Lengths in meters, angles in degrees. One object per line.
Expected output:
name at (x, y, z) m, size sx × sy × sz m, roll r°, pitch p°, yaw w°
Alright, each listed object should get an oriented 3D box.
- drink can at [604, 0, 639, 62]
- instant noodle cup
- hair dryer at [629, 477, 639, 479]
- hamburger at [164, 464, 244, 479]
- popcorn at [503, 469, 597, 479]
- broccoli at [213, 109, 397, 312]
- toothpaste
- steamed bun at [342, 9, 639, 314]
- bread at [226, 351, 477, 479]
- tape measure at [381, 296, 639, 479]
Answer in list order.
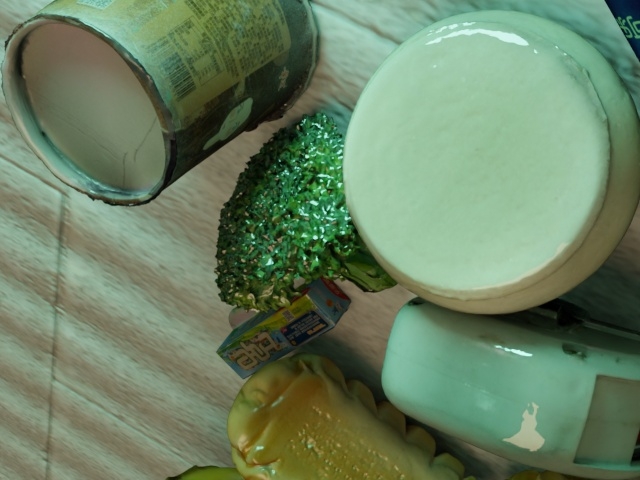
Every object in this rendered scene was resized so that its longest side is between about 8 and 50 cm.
drink can at (0.269, -0.140, 0.608) m, size 0.118 × 0.118 × 0.205 m, roll -23°, pitch 111°, yaw 42°
instant noodle cup at (-0.140, -0.152, 0.797) m, size 0.217 × 0.207 × 0.217 m, roll 17°, pitch 131°, yaw 21°
hair dryer at (0.355, 0.291, 0.823) m, size 0.229 × 0.267 × 0.092 m, roll 34°, pitch 111°, yaw 24°
hamburger at (-0.073, 0.502, 1.159) m, size 0.277 × 0.396 × 0.395 m, roll 11°, pitch 130°, yaw 33°
popcorn at (0.261, 0.334, 0.958) m, size 0.218 × 0.169 × 0.189 m, roll 39°, pitch 132°, yaw 26°
broccoli at (0.000, 0.000, 0.881) m, size 0.194 × 0.194 × 0.220 m, roll 45°, pitch 112°, yaw -7°
toothpaste at (-0.053, 0.094, 1.055) m, size 0.070 × 0.044 × 0.193 m, roll 46°, pitch 135°, yaw -9°
steamed bun at (0.138, -0.059, 0.723) m, size 0.232 × 0.145 × 0.232 m, roll 0°, pitch 90°, yaw 31°
bread at (0.034, 0.257, 1.047) m, size 0.311 × 0.173 × 0.121 m, roll 42°, pitch 171°, yaw -5°
tape measure at (0.194, 0.111, 0.795) m, size 0.243 × 0.246 × 0.125 m, roll 15°, pitch 94°, yaw 25°
